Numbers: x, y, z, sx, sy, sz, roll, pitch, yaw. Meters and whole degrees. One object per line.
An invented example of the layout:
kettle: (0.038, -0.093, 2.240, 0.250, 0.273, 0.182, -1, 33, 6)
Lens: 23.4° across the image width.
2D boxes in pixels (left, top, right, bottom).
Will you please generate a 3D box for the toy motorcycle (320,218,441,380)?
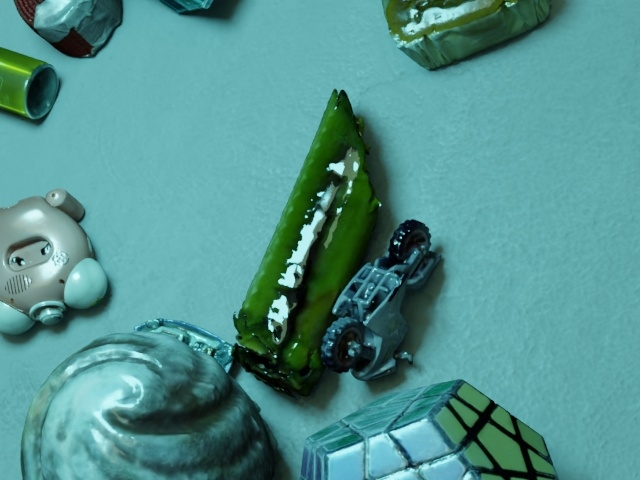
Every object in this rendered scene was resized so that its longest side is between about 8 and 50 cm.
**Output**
toy motorcycle: (0.082, 0.082, 1.855, 0.080, 0.122, 0.215, 18, 64, 38)

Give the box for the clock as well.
clock: (-0.367, 0.031, 1.998, 0.165, 0.093, 0.162, -21, 71, 7)

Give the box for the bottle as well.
bottle: (-0.499, -0.244, 2.127, 0.286, 0.082, 0.082, 20, 79, 21)

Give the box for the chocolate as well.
chocolate: (-0.205, 0.217, 1.744, 0.303, 0.213, 0.303, -4, 55, 5)

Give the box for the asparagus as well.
asparagus: (0.000, 0.000, 1.897, 0.128, 0.108, 0.382, 16, 76, 27)

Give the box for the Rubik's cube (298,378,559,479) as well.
Rubik's cube: (0.115, 0.308, 1.680, 0.319, 0.264, 0.319, -5, 72, 14)

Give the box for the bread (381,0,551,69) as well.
bread: (0.172, -0.337, 1.959, 0.209, 0.110, 0.192, -18, 67, 9)

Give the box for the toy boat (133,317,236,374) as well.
toy boat: (-0.172, 0.131, 1.925, 0.140, 0.066, 0.059, 18, 82, 21)

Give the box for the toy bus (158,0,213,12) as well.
toy bus: (-0.243, -0.412, 2.016, 0.256, 0.147, 0.128, 32, 78, -23)

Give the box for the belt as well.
belt: (-0.351, -0.358, 2.102, 0.128, 0.124, 0.201, -14, 69, 13)
